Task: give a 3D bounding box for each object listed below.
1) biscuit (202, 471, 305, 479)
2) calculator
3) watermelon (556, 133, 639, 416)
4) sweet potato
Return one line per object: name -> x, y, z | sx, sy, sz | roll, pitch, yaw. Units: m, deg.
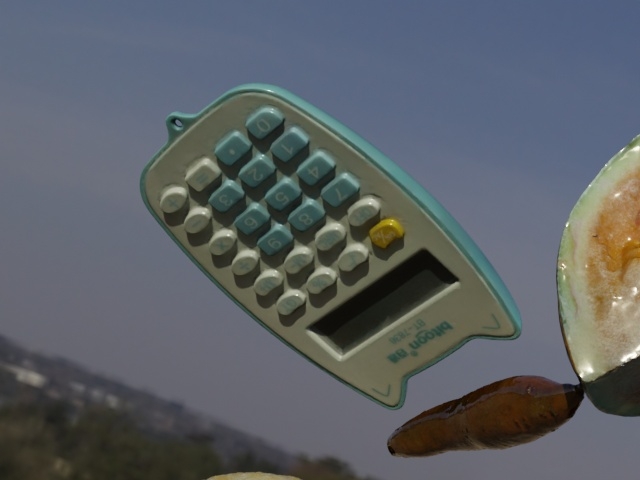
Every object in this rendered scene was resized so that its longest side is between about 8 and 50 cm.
biscuit -> -0.083, 0.312, 1.789 | 0.220, 0.033, 0.220 | -3, 20, 1
calculator -> 0.000, 0.000, 1.572 | 0.386, 0.054, 0.256 | 39, -49, -17
watermelon -> 0.306, 0.001, 1.206 | 0.322, 0.175, 0.188 | -23, -30, -3
sweet potato -> 0.132, 0.143, 1.287 | 0.057, 0.057, 0.264 | 23, -24, -19
